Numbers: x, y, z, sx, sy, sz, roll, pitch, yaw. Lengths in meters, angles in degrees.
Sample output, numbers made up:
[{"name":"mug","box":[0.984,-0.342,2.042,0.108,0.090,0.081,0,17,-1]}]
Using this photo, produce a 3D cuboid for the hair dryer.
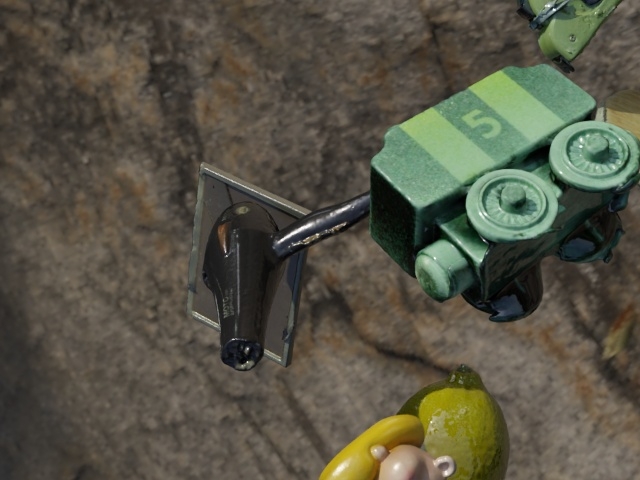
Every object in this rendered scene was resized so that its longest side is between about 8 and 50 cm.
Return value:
[{"name":"hair dryer","box":[0.000,0.000,1.634,0.360,0.303,0.120,-28,120,14]}]

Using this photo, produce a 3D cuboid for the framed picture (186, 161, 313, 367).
[{"name":"framed picture","box":[-0.114,0.040,1.887,0.209,0.019,0.281,27,126,24]}]

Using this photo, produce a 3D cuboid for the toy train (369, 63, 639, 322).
[{"name":"toy train","box":[0.201,-0.060,1.349,0.238,0.299,0.166,45,153,32]}]

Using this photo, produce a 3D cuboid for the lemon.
[{"name":"lemon","box":[0.189,0.306,1.847,0.184,0.184,0.248,18,85,38]}]

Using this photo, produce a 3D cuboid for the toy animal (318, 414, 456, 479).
[{"name":"toy animal","box":[0.043,0.186,0.889,0.082,0.091,0.114,43,117,23]}]

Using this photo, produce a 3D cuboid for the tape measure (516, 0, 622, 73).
[{"name":"tape measure","box":[0.360,-0.357,1.792,0.154,0.177,0.087,41,174,-3]}]

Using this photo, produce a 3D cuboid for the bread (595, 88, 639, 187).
[{"name":"bread","box":[0.515,-0.127,1.819,0.267,0.267,0.040,43,132,21]}]
